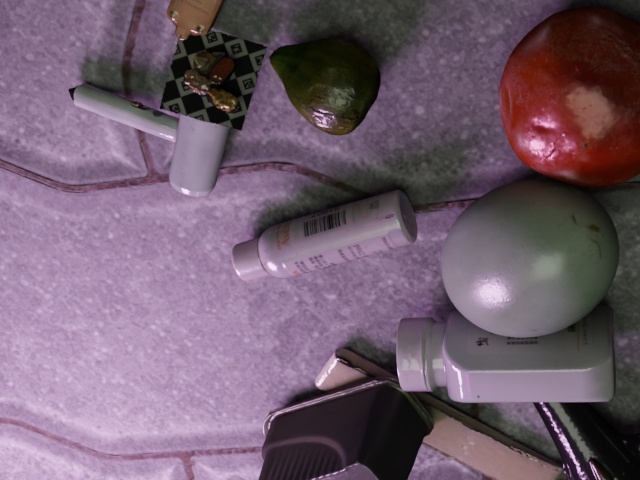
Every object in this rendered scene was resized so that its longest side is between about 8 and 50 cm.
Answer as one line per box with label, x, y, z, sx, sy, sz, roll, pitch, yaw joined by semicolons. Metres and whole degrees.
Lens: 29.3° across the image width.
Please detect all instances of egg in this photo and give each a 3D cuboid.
egg;0.270;0.024;1.599;0.203;0.203;0.283;39;152;-9

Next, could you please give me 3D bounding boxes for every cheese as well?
cheese;0.181;0.283;1.876;0.400;0.034;0.085;28;125;-3

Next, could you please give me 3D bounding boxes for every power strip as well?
power strip;-0.120;-0.391;1.573;0.064;0.044;0.305;28;122;-3

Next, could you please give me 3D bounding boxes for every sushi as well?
sushi;-0.145;-0.223;1.637;0.120;0.026;0.126;15;82;4

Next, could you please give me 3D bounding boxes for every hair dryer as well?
hair dryer;-0.246;-0.158;1.713;0.237;0.073;0.131;20;122;4
hair dryer;0.493;0.240;1.768;0.360;0.120;0.303;-31;93;15

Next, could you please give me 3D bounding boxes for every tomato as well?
tomato;0.329;-0.169;1.508;0.232;0.188;0.231;7;119;12

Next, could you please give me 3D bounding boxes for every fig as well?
fig;0.000;-0.213;1.601;0.156;0.123;0.123;31;121;9

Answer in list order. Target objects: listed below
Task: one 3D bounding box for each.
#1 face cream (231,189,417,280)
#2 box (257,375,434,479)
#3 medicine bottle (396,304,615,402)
face cream;0.000;0.000;1.734;0.269;0.082;0.082;-16;113;19
box;0.018;0.324;1.825;0.274;0.178;0.138;-25;114;33
medicine bottle;0.260;0.157;1.715;0.296;0.161;0.111;-3;118;16
